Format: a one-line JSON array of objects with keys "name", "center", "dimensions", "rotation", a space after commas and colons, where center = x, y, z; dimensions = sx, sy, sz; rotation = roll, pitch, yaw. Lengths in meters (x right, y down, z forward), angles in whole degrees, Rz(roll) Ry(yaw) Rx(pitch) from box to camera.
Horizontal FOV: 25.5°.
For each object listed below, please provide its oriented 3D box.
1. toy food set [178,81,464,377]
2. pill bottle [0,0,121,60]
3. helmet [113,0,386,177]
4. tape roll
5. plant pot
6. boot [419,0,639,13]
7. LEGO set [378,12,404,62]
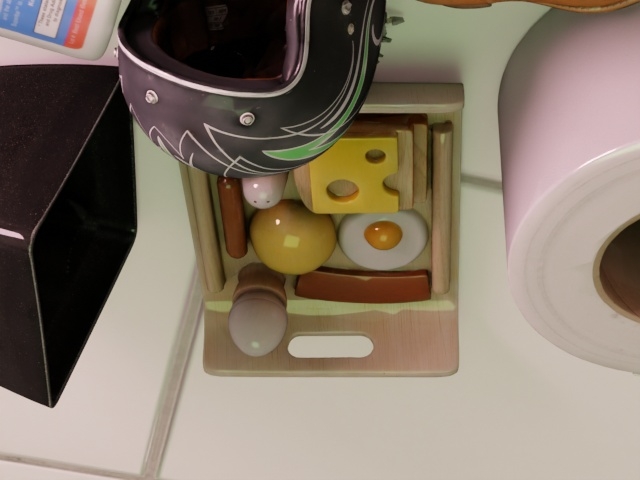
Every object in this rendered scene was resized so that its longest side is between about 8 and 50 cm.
[{"name": "toy food set", "center": [0.000, 0.000, 1.094], "dimensions": [0.220, 0.092, 0.306], "rotation": [0, 138, 4]}, {"name": "pill bottle", "center": [-0.227, -0.198, 0.870], "dimensions": [0.222, 0.124, 0.124], "rotation": [15, 136, -13]}, {"name": "helmet", "center": [-0.045, -0.118, 0.892], "dimensions": [0.169, 0.169, 0.161], "rotation": [25, 94, -22]}, {"name": "tape roll", "center": [0.247, -0.044, 0.976], "dimensions": [0.246, 0.169, 0.246], "rotation": [2, 137, 1]}, {"name": "plant pot", "center": [-0.245, -0.020, 1.035], "dimensions": [0.167, 0.187, 0.188], "rotation": [14, 138, 6]}, {"name": "boot", "center": [0.134, -0.178, 0.851], "dimensions": [0.197, 0.072, 0.152], "rotation": [-11, 177, 18]}, {"name": "LEGO set", "center": [0.026, -0.149, 0.981], "dimensions": [0.054, 0.023, 0.083], "rotation": [-26, 130, 28]}]
